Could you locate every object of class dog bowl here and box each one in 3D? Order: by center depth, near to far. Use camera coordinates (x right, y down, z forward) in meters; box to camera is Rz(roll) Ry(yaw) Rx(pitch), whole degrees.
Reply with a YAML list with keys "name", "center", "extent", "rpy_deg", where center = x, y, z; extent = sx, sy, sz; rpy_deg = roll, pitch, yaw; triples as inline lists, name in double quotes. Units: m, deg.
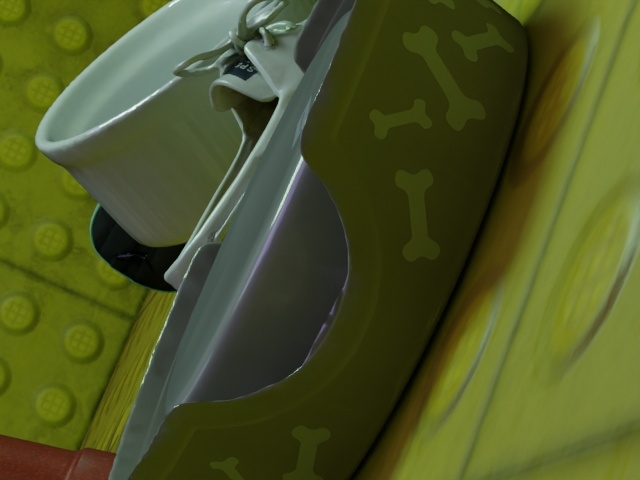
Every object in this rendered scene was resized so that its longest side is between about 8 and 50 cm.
- name: "dog bowl"
  center: [0.000, 0.000, 1.004]
  extent: [0.349, 0.102, 0.349]
  rpy_deg: [-156, 90, -82]

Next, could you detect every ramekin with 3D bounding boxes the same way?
- name: "ramekin"
  center: [-0.098, -0.119, 1.603]
  extent: [0.277, 0.135, 0.277]
  rpy_deg: [-32, 21, 13]

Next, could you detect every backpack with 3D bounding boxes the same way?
- name: "backpack"
  center: [-0.169, -0.042, 2.120]
  extent: [0.188, 0.166, 0.144]
  rpy_deg: [-60, 7, 18]

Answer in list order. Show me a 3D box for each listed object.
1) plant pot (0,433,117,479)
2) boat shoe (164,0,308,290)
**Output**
- name: "plant pot"
  center: [-0.283, 0.256, 1.419]
  extent: [0.272, 0.265, 0.272]
  rpy_deg: [-162, 90, -88]
- name: "boat shoe"
  center: [-0.028, -0.110, 1.351]
  extent: [0.136, 0.156, 0.367]
  rpy_deg: [133, 160, -67]
